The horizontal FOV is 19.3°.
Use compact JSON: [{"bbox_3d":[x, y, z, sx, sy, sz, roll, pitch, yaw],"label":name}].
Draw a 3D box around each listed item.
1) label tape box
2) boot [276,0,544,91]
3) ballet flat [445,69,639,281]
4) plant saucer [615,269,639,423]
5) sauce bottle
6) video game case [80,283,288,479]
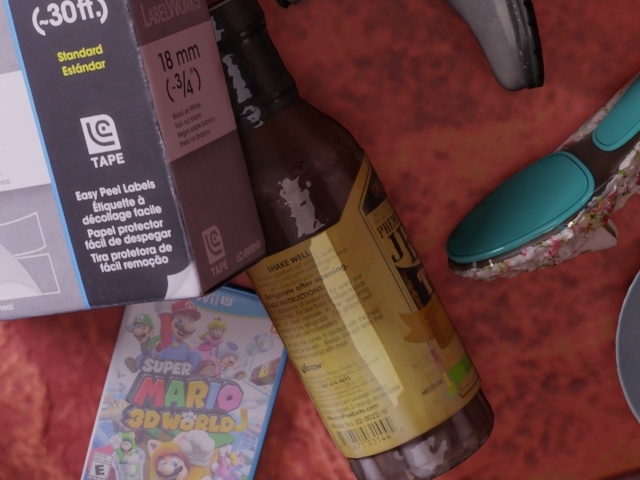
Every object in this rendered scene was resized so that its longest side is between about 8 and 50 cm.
[{"bbox_3d":[-0.193,-0.122,1.188,0.240,0.106,0.334,-8,102,27],"label":"label tape box"},{"bbox_3d":[0.040,-0.190,1.245,0.161,0.083,0.247,-24,95,11],"label":"boot"},{"bbox_3d":[0.195,-0.040,1.268,0.241,0.091,0.077,-40,121,10],"label":"ballet flat"},{"bbox_3d":[0.299,0.068,1.309,0.195,0.037,0.195,0,100,-1],"label":"plant saucer"},{"bbox_3d":[0.000,0.000,1.255,0.111,0.111,0.344,-26,101,4],"label":"sauce bottle"},{"bbox_3d":[-0.092,0.108,1.324,0.119,0.015,0.166,15,100,-3],"label":"video game case"}]
